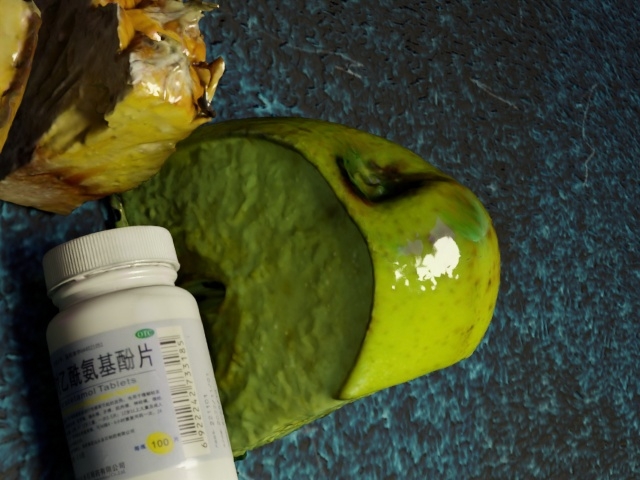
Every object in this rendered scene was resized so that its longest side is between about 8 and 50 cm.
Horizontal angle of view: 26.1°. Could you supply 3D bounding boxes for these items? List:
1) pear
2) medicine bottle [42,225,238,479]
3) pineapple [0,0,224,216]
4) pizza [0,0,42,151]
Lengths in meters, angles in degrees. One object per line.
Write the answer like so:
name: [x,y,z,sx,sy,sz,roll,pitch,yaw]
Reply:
pear: [0.000,0.000,0.975,0.164,0.255,0.238,-12,75,-48]
medicine bottle: [-0.122,0.092,0.906,0.103,0.103,0.187,0,72,-48]
pineapple: [-0.162,-0.109,0.935,0.114,0.186,0.236,20,13,-37]
pizza: [-0.385,-0.085,0.700,0.406,0.130,0.440,44,51,-11]
